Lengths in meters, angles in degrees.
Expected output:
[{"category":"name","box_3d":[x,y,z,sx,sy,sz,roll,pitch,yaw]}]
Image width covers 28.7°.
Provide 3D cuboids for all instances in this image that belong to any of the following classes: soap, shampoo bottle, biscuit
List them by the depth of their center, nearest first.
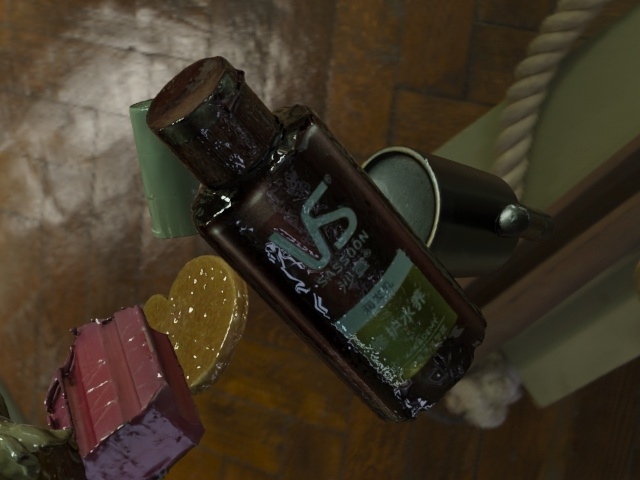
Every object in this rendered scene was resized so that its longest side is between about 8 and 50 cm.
[{"category":"shampoo bottle","box_3d":[0.000,0.000,0.940,0.323,0.129,0.084,50,168,-31]},{"category":"soap","box_3d":[-0.237,0.179,1.461,0.162,0.250,0.099,-41,122,6]},{"category":"biscuit","box_3d":[-0.192,0.136,1.757,0.288,0.044,0.202,-39,45,39]}]

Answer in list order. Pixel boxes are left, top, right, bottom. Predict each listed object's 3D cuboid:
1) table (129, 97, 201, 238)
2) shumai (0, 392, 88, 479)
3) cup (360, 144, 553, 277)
[{"category":"table","box_3d":[-0.236,-0.125,2.067,0.126,0.126,0.220,-1,106,31]},{"category":"shumai","box_3d":[-0.322,0.214,1.094,0.185,0.218,0.184,-18,101,44]},{"category":"cup","box_3d":[0.170,-0.010,1.575,0.239,0.177,0.166,38,111,43]}]
